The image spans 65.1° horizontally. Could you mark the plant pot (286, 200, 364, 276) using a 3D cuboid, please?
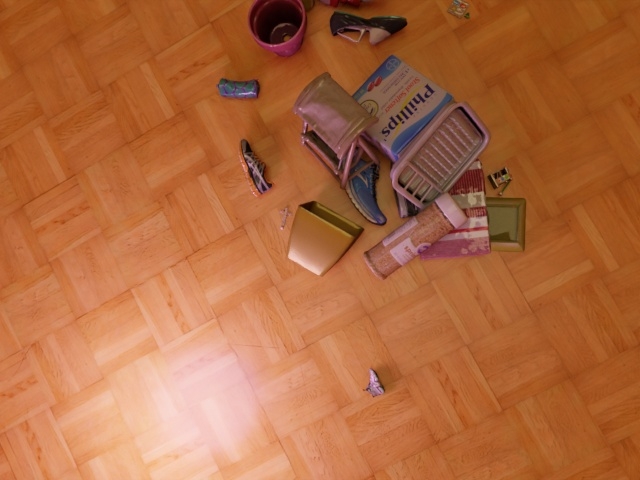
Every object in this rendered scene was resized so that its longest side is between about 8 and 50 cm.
[{"bbox_3d":[0.000,0.000,1.727,0.212,0.212,0.187,31,104,7],"label":"plant pot"}]

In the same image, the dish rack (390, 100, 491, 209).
[{"bbox_3d":[0.377,-0.274,1.615,0.332,0.286,0.072,-50,49,12],"label":"dish rack"}]

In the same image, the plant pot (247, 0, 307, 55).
[{"bbox_3d":[-0.139,-0.748,1.778,0.202,0.180,0.201,0,87,7],"label":"plant pot"}]

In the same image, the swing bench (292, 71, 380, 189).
[{"bbox_3d":[0.049,-0.349,1.611,0.165,0.254,0.253,-36,65,-9],"label":"swing bench"}]

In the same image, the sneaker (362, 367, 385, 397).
[{"bbox_3d":[0.176,0.503,1.757,0.069,0.038,0.098,-26,84,5],"label":"sneaker"}]

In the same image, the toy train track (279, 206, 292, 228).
[{"bbox_3d":[-0.133,-0.082,1.834,0.048,0.014,0.083,13,90,8],"label":"toy train track"}]

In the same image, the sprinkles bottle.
[{"bbox_3d":[0.315,-0.012,1.689,0.355,0.121,0.121,-37,84,16],"label":"sprinkles bottle"}]

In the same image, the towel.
[{"bbox_3d":[0.449,-0.104,1.726,0.237,0.037,0.328,-6,84,22],"label":"towel"}]

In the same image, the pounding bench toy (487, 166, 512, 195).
[{"bbox_3d":[0.626,-0.202,1.720,0.065,0.052,0.083,-27,85,5],"label":"pounding bench toy"}]

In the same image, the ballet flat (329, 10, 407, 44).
[{"bbox_3d":[0.167,-0.751,1.790,0.281,0.095,0.096,13,99,18],"label":"ballet flat"}]

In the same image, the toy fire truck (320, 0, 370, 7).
[{"bbox_3d":[0.133,-0.932,1.778,0.247,0.158,0.216,21,90,-4],"label":"toy fire truck"}]

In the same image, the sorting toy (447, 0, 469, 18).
[{"bbox_3d":[0.501,-0.823,1.782,0.083,0.012,0.062,32,92,8],"label":"sorting toy"}]

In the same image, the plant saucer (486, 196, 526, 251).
[{"bbox_3d":[0.610,-0.057,1.720,0.189,0.045,0.188,2,88,8],"label":"plant saucer"}]

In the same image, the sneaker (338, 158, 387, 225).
[{"bbox_3d":[0.153,-0.204,1.745,0.147,0.130,0.329,-28,84,8],"label":"sneaker"}]

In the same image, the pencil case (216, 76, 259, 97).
[{"bbox_3d":[-0.301,-0.563,1.850,0.152,0.064,0.070,5,113,7],"label":"pencil case"}]

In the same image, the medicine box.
[{"bbox_3d":[0.264,-0.427,1.688,0.263,0.149,0.289,-46,62,3],"label":"medicine box"}]

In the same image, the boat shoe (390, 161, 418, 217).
[{"bbox_3d":[0.293,-0.189,1.756,0.070,0.078,0.219,-11,88,-2],"label":"boat shoe"}]

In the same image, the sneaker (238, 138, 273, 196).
[{"bbox_3d":[-0.238,-0.270,1.826,0.083,0.084,0.214,-20,94,3],"label":"sneaker"}]

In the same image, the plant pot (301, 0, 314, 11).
[{"bbox_3d":[-0.111,-0.954,1.766,0.207,0.227,0.228,12,88,2],"label":"plant pot"}]
